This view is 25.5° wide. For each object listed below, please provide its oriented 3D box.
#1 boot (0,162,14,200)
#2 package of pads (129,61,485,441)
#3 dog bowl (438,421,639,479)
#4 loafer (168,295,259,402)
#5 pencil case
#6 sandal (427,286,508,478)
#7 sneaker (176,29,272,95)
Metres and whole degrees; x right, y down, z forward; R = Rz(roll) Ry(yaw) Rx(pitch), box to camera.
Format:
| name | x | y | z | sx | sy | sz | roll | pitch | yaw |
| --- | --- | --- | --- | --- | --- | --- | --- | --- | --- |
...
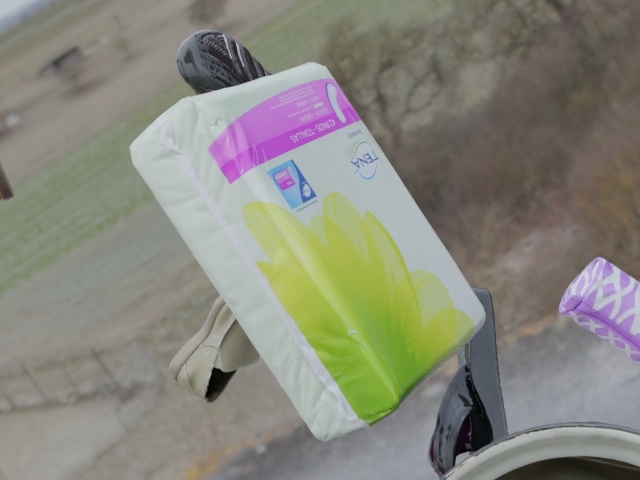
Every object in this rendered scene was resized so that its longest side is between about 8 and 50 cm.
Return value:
| name | x | y | z | sx | sy | sz | roll | pitch | yaw |
| --- | --- | --- | --- | --- | --- | --- | --- | --- | --- |
| boot | -0.485 | -0.149 | 1.685 | 0.115 | 0.305 | 0.112 | -39 | -4 | -10 |
| package of pads | 0.000 | 0.000 | 1.202 | 0.101 | 0.296 | 0.229 | -34 | -3 | 30 |
| dog bowl | 0.281 | 0.387 | 1.474 | 0.408 | 0.408 | 0.150 | -29 | -9 | 12 |
| loafer | -0.123 | 0.142 | 2.103 | 0.102 | 0.092 | 0.268 | -18 | -28 | -51 |
| pencil case | 0.371 | 0.108 | 1.616 | 0.086 | 0.206 | 0.088 | -54 | 1 | 44 |
| sandal | 0.214 | 0.267 | 2.143 | 0.107 | 0.168 | 0.446 | 3 | 47 | -3 |
| sneaker | -0.116 | -0.125 | 1.553 | 0.162 | 0.106 | 0.281 | -27 | -24 | 19 |
